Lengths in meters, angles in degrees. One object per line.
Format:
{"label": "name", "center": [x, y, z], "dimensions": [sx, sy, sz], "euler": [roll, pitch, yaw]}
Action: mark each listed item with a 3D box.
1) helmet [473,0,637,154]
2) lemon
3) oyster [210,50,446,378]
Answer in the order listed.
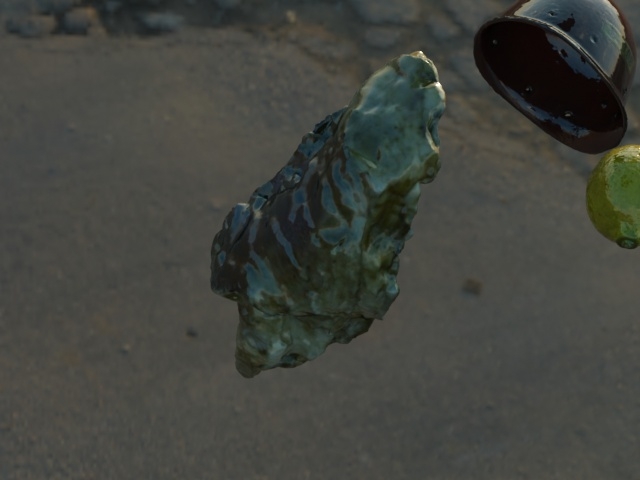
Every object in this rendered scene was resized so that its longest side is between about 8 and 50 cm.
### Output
{"label": "helmet", "center": [0.240, -0.174, 1.370], "dimensions": [0.106, 0.175, 0.155], "euler": [-50, 24, -22]}
{"label": "lemon", "center": [0.208, -0.028, 0.979], "dimensions": [0.062, 0.062, 0.083], "euler": [13, 53, 3]}
{"label": "oyster", "center": [-0.004, -0.003, 1.242], "dimensions": [0.110, 0.341, 0.166], "euler": [9, 50, -40]}
